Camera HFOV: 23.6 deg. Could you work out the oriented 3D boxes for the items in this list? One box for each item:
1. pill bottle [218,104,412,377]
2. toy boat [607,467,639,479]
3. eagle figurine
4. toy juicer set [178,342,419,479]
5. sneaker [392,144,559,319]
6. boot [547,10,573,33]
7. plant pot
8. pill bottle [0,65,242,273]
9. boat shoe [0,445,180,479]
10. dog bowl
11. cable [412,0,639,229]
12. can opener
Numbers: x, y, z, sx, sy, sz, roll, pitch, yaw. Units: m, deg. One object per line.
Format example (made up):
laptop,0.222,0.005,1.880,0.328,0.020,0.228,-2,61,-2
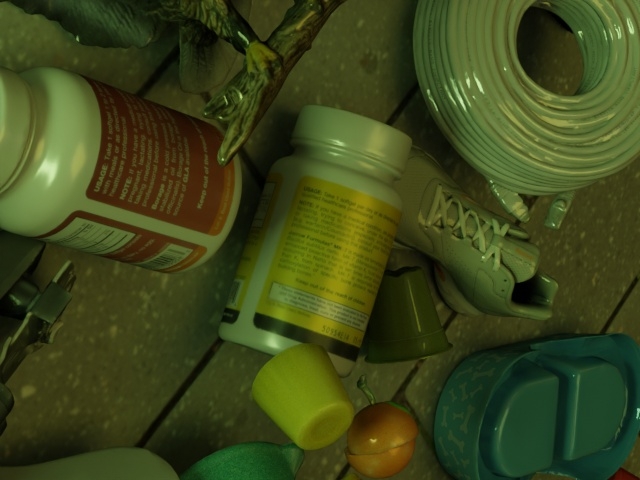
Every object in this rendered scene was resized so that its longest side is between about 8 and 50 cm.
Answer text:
pill bottle,0.000,0.000,1.281,0.119,0.119,0.209,23,83,-47
toy boat,0.348,0.396,1.672,0.148,0.267,0.318,38,42,-16
eagle figurine,-0.117,-0.232,1.087,0.298,0.225,0.226,38,23,-8
toy juicer set,-0.055,0.229,1.277,0.329,0.089,0.209,-50,141,14
sneaker,0.139,-0.008,1.424,0.262,0.121,0.099,40,70,-44
boot,0.258,-0.274,1.543,0.121,0.045,0.099,34,74,-48
plant pot,0.075,0.067,1.414,0.083,0.083,0.079,-16,98,-43
pill bottle,-0.168,-0.054,1.091,0.216,0.121,0.121,19,86,-47
boat shoe,-0.232,0.211,1.115,0.267,0.096,0.088,-6,138,-37
dog bowl,0.229,0.179,1.598,0.297,0.074,0.166,-7,105,-46
cable,0.208,-0.173,1.419,0.257,0.089,0.257,43,70,-13
can opener,-0.261,0.108,1.047,0.283,0.095,0.076,-56,178,-36
